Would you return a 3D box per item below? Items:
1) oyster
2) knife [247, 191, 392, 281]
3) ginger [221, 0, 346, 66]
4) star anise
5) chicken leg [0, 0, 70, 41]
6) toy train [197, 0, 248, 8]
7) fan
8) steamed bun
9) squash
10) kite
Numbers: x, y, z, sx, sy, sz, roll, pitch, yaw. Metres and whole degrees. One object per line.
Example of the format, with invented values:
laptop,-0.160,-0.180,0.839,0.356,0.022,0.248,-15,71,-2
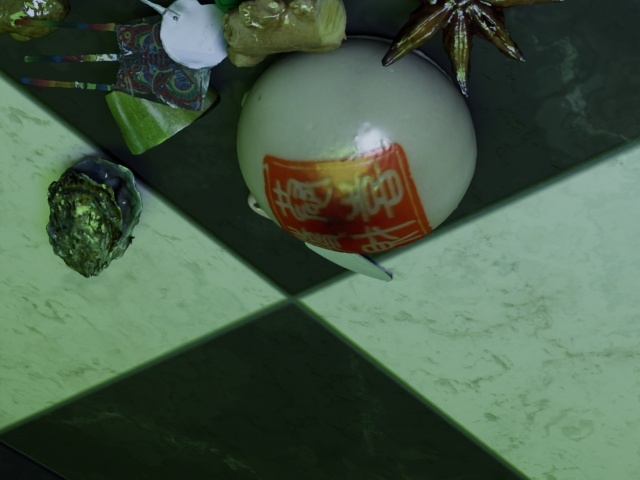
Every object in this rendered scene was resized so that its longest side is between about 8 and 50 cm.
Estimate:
oyster,-0.434,-0.034,1.824,0.162,0.158,0.351,59,150,15
knife,-0.002,0.001,1.775,0.336,0.043,0.081,37,143,-26
ginger,-0.067,-0.293,1.317,0.213,0.074,0.137,-1,159,36
star anise,0.182,-0.330,1.271,0.272,0.102,0.271,1,111,2
chicken leg,-0.537,-0.415,1.395,0.361,0.140,0.211,30,118,-16
toy train,-0.110,-0.374,1.331,0.228,0.091,0.136,-3,147,22
fan,-0.209,-0.327,1.425,0.175,0.005,0.113,28,97,-18
steamed bun,0.048,-0.120,1.459,0.375,0.241,0.374,7,139,6
squash,-0.258,-0.219,1.519,0.170,0.170,0.123,-23,114,39
kite,-0.304,-0.273,1.420,0.286,0.152,0.015,0,-179,-19
